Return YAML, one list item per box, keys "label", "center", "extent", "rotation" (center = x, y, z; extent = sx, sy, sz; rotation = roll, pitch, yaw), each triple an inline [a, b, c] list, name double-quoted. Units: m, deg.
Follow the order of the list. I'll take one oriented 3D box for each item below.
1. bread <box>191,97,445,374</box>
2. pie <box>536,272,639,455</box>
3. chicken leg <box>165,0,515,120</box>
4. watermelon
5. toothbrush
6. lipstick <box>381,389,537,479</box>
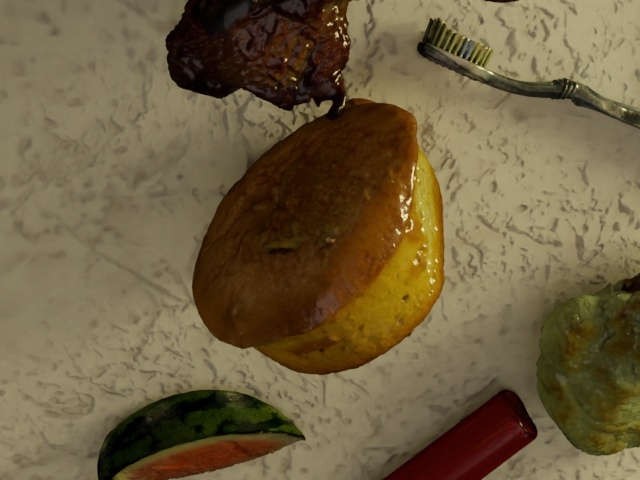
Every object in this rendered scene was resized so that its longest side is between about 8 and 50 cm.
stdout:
- label: "bread"
  center: [0.000, 0.000, 0.921]
  extent: [0.268, 0.268, 0.145]
  rotation: [-35, 126, 12]
- label: "pie"
  center: [0.371, 0.126, 1.104]
  extent: [0.274, 0.105, 0.257]
  rotation: [-33, 125, 12]
- label: "chicken leg"
  center: [0.013, -0.210, 0.876]
  extent: [0.323, 0.083, 0.177]
  rotation: [-32, 97, 9]
- label: "watermelon"
  center: [-0.144, 0.228, 1.134]
  extent: [0.245, 0.063, 0.119]
  rotation: [-17, 137, -2]
- label: "toothbrush"
  center: [0.285, -0.129, 0.997]
  extent: [0.414, 0.035, 0.042]
  rotation: [18, 112, -14]
- label: "lipstick"
  center: [0.128, 0.279, 1.176]
  extent: [0.280, 0.073, 0.073]
  rotation: [-41, 114, 16]
